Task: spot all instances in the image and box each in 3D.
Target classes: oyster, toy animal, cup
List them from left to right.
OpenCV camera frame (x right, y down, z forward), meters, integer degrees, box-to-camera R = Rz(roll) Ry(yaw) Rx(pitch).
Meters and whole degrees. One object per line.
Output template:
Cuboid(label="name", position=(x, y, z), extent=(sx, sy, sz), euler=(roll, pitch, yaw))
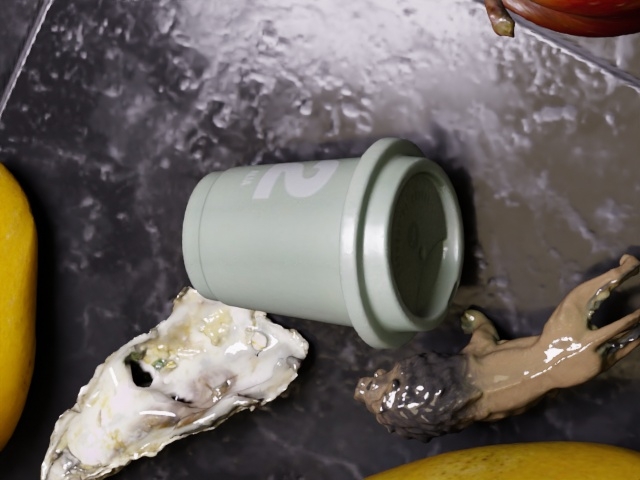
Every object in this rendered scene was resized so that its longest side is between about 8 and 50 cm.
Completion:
Cuboid(label="oyster", position=(-0.099, 0.092, 1.210), extent=(0.200, 0.061, 0.106), euler=(-18, 77, 16))
Cuboid(label="cup", position=(0.000, 0.000, 1.130), extent=(0.141, 0.120, 0.120), euler=(2, 101, 31))
Cuboid(label="toy animal", position=(0.128, 0.062, 1.122), extent=(0.219, 0.086, 0.069), euler=(-26, 95, 1))

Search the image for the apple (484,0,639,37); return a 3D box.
Cuboid(label="apple", position=(0.117, -0.258, 0.956), extent=(0.288, 0.288, 0.317), euler=(22, 96, 12))

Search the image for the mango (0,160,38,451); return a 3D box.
Cuboid(label="mango", position=(-0.239, 0.051, 1.210), extent=(0.145, 0.112, 0.219), euler=(19, 93, 13))

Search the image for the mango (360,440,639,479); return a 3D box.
Cuboid(label="mango", position=(0.112, 0.219, 1.102), extent=(0.317, 0.173, 0.211), euler=(-11, 97, 12))
